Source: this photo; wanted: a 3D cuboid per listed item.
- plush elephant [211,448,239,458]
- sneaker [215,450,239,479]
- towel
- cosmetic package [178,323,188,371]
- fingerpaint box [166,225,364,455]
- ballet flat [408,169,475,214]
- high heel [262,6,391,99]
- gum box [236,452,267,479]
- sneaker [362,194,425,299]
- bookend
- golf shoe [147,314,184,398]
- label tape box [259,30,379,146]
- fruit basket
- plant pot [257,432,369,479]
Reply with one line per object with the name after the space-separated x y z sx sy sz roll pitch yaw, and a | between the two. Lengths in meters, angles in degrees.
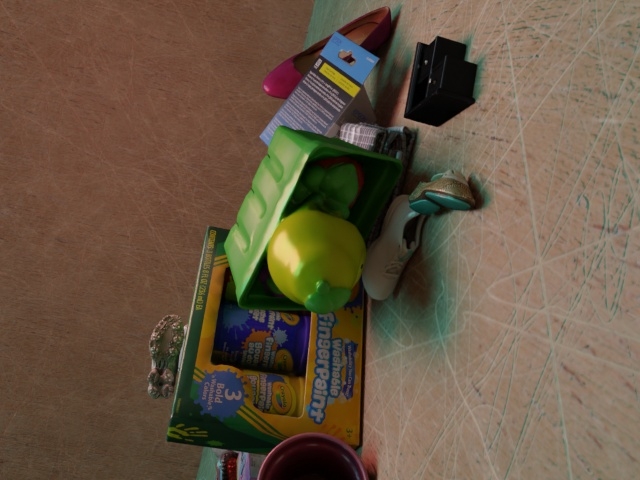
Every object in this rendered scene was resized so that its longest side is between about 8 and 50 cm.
-0.171 0.468 1.848 0.255 0.330 0.272 -55 10 12 | plush elephant
-0.225 0.610 1.718 0.104 0.125 0.261 -46 -43 -36 | sneaker
0.095 -0.126 1.531 0.235 0.121 0.283 -135 59 -75 | towel
-0.217 0.257 1.968 0.385 0.156 0.217 -34 -19 -37 | cosmetic package
-0.104 0.218 1.482 0.163 0.371 0.444 116 163 -55 | fingerpaint box
0.202 -0.085 1.141 0.067 0.073 0.206 -64 15 -7 | ballet flat
0.016 -0.498 1.799 0.127 0.377 0.181 52 156 15 | high heel
-0.142 0.508 1.508 0.188 0.062 0.107 -108 33 -67 | gum box
0.142 0.023 1.294 0.094 0.080 0.212 43 120 62 | sneaker
0.224 -0.306 1.251 0.157 0.072 0.156 159 123 -75 | bookend
-0.324 0.241 1.448 0.086 0.069 0.176 147 134 -85 | golf shoe
0.020 -0.321 1.705 0.333 0.106 0.240 -52 40 11 | label tape box
0.000 0.000 1.287 0.392 0.283 0.391 -6 82 47 | fruit basket
-0.015 0.479 1.284 0.180 0.201 0.201 93 -178 -59 | plant pot
